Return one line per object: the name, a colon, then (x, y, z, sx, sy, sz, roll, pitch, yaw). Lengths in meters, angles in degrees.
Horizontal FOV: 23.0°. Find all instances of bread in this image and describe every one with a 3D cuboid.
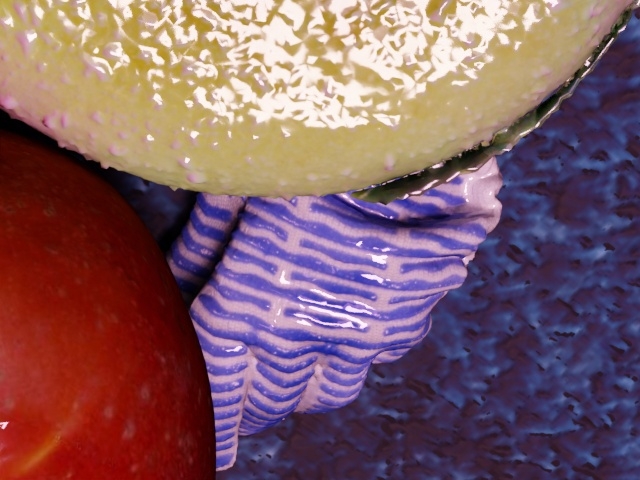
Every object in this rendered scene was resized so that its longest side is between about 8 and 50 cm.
bread: (-0.019, -0.145, 0.506, 0.301, 0.045, 0.301, 0, 111, 0)

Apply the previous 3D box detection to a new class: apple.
apple: (-0.146, 0.065, 0.553, 0.218, 0.201, 0.218, -5, 114, -11)

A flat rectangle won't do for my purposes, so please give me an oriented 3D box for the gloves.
gloves: (0.000, -0.002, 0.624, 0.119, 0.097, 0.229, 30, 112, 9)
